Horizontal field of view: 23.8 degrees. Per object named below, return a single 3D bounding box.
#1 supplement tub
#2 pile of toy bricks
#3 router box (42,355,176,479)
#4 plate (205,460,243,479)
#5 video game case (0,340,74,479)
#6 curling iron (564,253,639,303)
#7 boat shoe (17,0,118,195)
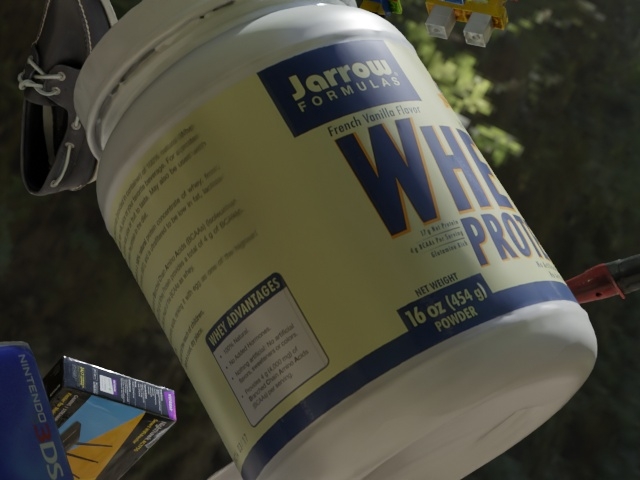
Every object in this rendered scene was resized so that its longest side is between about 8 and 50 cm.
[{"bbox_3d":[0.000,0.000,0.974,0.324,0.235,0.235,59,7,19],"label":"supplement tub"},{"bbox_3d":[0.047,-0.233,1.151,0.212,0.105,0.118,16,-25,23],"label":"pile of toy bricks"},{"bbox_3d":[-0.253,0.202,1.589,0.133,0.179,0.046,21,41,-29],"label":"router box"},{"bbox_3d":[0.034,0.286,1.400,0.278,0.045,0.277,51,-41,5],"label":"plate"},{"bbox_3d":[-0.204,0.226,0.877,0.061,0.269,0.244,-8,-18,-42],"label":"video game case"},{"bbox_3d":[0.238,0.033,1.277,0.274,0.035,0.068,-14,-21,21],"label":"curling iron"},{"bbox_3d":[-0.206,-0.120,1.210,0.075,0.065,0.206,36,-44,27],"label":"boat shoe"}]
